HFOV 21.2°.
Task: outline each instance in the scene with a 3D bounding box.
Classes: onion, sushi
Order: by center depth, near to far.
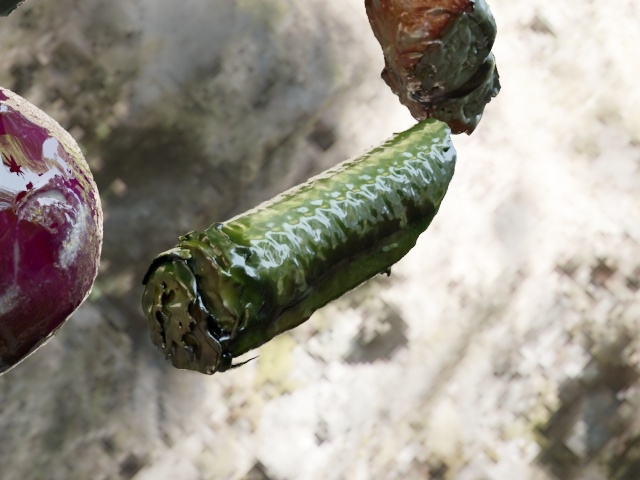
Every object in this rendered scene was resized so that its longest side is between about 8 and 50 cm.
[{"bbox_3d":[-0.400,-0.042,1.648,0.348,0.348,0.385,32,-22,37],"label":"onion"},{"bbox_3d":[0.134,-0.217,1.939,0.124,0.130,0.332,49,-4,24],"label":"sushi"}]

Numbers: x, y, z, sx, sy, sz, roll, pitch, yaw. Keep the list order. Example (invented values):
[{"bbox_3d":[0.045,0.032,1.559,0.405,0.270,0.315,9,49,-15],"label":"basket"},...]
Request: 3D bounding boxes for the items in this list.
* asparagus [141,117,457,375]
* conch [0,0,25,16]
[{"bbox_3d":[0.000,0.000,1.596,0.108,0.382,0.128,-9,-75,47],"label":"asparagus"},{"bbox_3d":[-0.165,-0.235,1.060,0.202,0.134,0.196,14,-62,23],"label":"conch"}]
